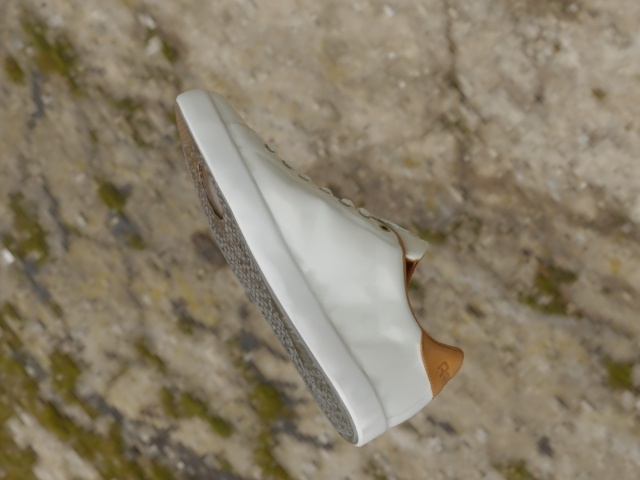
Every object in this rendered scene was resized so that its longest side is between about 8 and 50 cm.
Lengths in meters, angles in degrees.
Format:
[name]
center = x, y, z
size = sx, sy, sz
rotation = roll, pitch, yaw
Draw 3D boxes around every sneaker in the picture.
[sneaker]
center = 0.000, 0.000, 1.084
size = 0.290, 0.123, 0.106
rotation = 58, 165, 12
